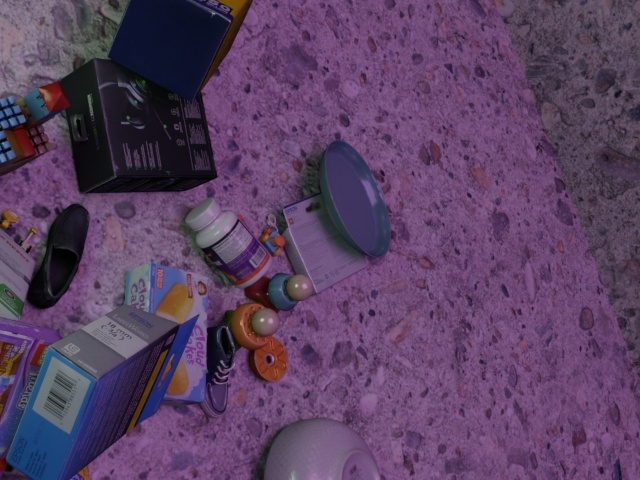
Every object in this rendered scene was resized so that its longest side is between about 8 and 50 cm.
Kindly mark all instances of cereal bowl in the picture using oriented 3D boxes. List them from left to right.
[{"bbox_3d":[0.034,0.547,2.082,0.339,0.141,0.339,27,54,-46],"label":"cereal bowl"}]

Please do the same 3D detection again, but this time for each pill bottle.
[{"bbox_3d":[-0.202,0.003,2.078,0.193,0.108,0.108,51,46,-21],"label":"pill bottle"}]

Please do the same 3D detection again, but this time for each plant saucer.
[{"bbox_3d":[0.082,-0.100,2.414,0.317,0.044,0.317,42,36,-42],"label":"plant saucer"}]

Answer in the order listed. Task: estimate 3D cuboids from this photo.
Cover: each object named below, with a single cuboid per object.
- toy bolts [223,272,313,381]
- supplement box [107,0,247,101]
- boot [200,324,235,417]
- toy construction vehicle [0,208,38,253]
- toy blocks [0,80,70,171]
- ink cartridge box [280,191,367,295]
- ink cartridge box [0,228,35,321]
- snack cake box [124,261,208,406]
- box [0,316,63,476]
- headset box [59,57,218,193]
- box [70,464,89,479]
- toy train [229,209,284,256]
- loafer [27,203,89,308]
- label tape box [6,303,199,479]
[{"bbox_3d":[-0.090,0.178,2.096,0.218,0.158,0.228,48,47,-24],"label":"toy bolts"},{"bbox_3d":[-0.270,-0.467,1.979,0.194,0.195,0.356,27,28,-7],"label":"supplement box"},{"bbox_3d":[-0.213,0.271,1.986,0.069,0.086,0.190,-6,81,-48],"label":"boot"},{"bbox_3d":[-0.571,-0.003,1.748,0.086,0.035,0.098,35,50,-20],"label":"toy construction vehicle"},{"bbox_3d":[-0.588,-0.154,1.608,0.381,0.261,0.190,-32,100,-47],"label":"toy blocks"},{"bbox_3d":[0.000,0.000,2.340,0.223,0.045,0.224,-24,93,-49],"label":"ink cartridge box"},{"bbox_3d":[-0.572,0.055,1.607,0.153,0.087,0.208,49,9,-23],"label":"ink cartridge box"},{"bbox_3d":[-0.310,0.191,1.911,0.152,0.089,0.264,16,65,-42],"label":"snack cake box"},{"bbox_3d":[-0.560,0.257,1.521,0.201,0.057,0.293,22,100,-40],"label":"box"},{"bbox_3d":[-0.376,-0.228,1.957,0.283,0.131,0.246,-6,81,-48],"label":"headset box"},{"bbox_3d":[-0.451,0.407,1.710,0.059,0.054,0.168,14,67,-43],"label":"box"},{"bbox_3d":[-0.141,-0.017,2.195,0.166,0.046,0.125,-6,81,-47],"label":"toy train"},{"bbox_3d":[-0.478,0.026,1.797,0.076,0.078,0.223,37,52,-33],"label":"loafer"},{"bbox_3d":[-0.366,0.245,1.643,0.106,0.240,0.334,30,22,11],"label":"label tape box"}]
